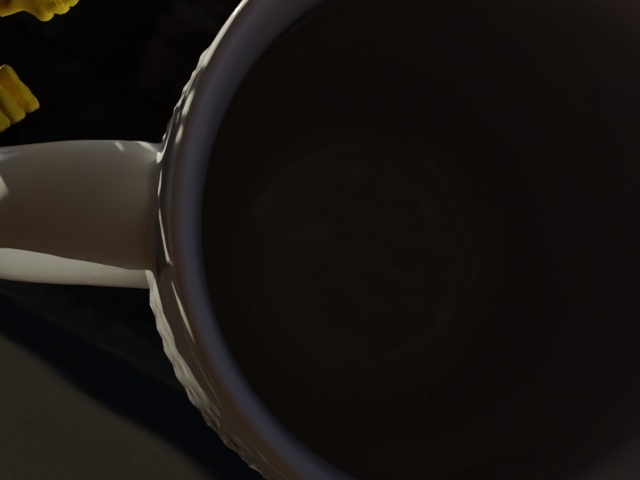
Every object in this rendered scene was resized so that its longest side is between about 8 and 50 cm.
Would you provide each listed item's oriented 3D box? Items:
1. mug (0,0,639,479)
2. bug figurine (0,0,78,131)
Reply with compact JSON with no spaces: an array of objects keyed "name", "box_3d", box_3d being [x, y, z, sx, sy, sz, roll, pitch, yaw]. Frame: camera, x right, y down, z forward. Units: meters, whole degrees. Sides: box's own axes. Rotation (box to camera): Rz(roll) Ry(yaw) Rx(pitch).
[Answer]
[{"name":"mug","box_3d":[0.000,0.000,0.721,0.374,0.276,0.328,4,-6,-10]},{"name":"bug figurine","box_3d":[-0.217,-0.154,0.614,0.279,0.072,0.216,54,22,-5]}]
